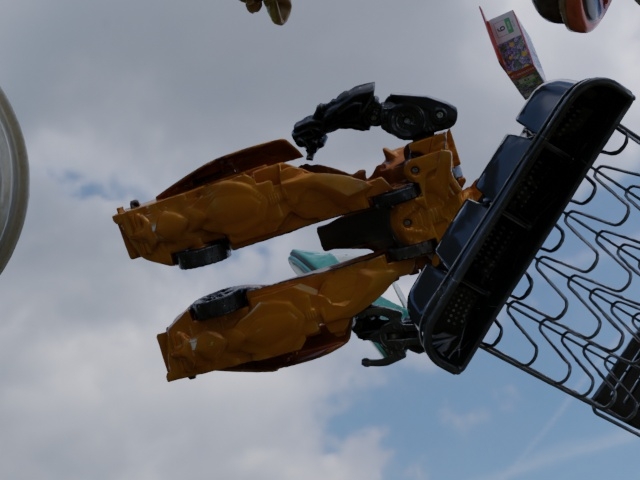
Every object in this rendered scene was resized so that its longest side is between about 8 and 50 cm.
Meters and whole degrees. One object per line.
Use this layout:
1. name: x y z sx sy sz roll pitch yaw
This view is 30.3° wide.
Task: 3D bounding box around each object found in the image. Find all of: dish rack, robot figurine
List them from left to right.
1. robot figurine: 0.000 0.000 0.908 0.291 0.211 0.085 -16 7 10
2. dish rack: 0.204 0.027 0.811 0.272 0.074 0.208 28 -82 -27

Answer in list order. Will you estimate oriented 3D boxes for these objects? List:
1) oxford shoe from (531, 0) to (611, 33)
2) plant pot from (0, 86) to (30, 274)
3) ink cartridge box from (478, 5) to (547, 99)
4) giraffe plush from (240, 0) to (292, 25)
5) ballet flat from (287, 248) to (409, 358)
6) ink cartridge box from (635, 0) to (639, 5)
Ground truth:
1. oxford shoe: 0.125 -0.232 0.692 0.098 0.271 0.097 -5 -30 20
2. plant pot: -0.407 -0.053 0.978 0.334 0.333 0.305 -3 3 -15
3. ink cartridge box: 0.188 -0.184 1.138 0.029 0.062 0.115 -22 -19 16
4. giraffe plush: -0.037 -0.319 1.187 0.181 0.170 0.210 29 -14 -16
5. ballet flat: 0.054 0.070 1.611 0.087 0.247 0.083 -39 -41 -10
6. ink cartridge box: 0.384 -0.353 1.137 0.198 0.270 0.197 -27 -43 34
